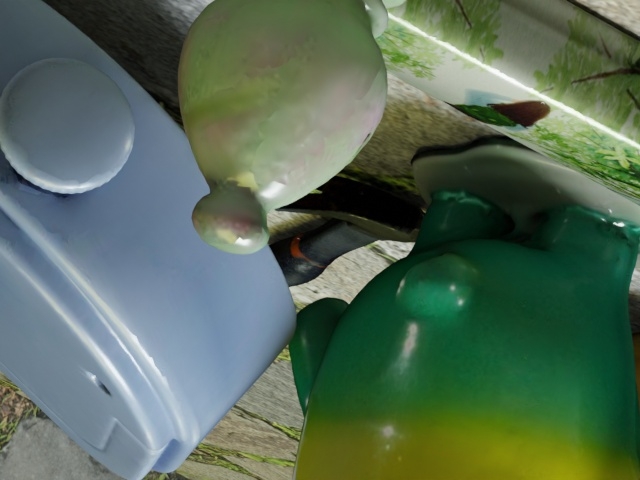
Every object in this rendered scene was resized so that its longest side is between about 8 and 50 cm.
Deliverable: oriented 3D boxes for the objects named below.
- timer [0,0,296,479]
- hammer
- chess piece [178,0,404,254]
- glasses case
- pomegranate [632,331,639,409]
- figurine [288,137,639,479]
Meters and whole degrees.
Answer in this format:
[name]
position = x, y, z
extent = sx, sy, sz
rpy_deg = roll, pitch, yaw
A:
[timer]
position = -0.176, -0.028, 1.227
extent = 0.395, 0.173, 0.395
rpy_deg = 39, 160, 17
[hammer]
position = 0.000, 0.000, 1.471
extent = 0.137, 0.037, 0.290
rpy_deg = 23, 163, -16
[chess piece]
position = 0.010, -0.121, 0.628
extent = 0.139, 0.272, 0.139
rpy_deg = 18, 165, 5
[glasses case]
position = 0.108, -0.092, 0.996
extent = 0.272, 0.062, 0.095
rpy_deg = 25, 163, -20
[pomegranate]
position = 0.263, 0.219, 1.458
extent = 0.319, 0.319, 0.319
rpy_deg = 18, 164, 5
[figurine]
position = 0.101, 0.120, 1.203
extent = 0.323, 0.340, 0.231
rpy_deg = 7, 160, 33
